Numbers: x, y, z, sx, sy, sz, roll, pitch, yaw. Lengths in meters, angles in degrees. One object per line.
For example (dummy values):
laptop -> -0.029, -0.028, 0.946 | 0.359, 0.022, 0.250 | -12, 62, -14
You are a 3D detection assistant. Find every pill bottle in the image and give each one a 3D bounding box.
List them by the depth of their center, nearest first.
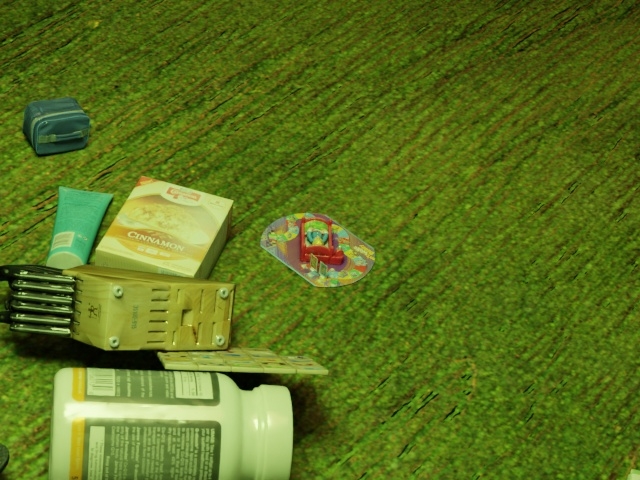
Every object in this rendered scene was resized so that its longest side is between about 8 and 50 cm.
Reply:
pill bottle -> -0.179, 0.234, 1.929 | 0.278, 0.162, 0.162 | 3, 39, -10

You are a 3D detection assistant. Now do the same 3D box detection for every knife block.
knife block -> -0.282, 0.080, 2.132 | 0.276, 0.088, 0.242 | 2, 7, -38

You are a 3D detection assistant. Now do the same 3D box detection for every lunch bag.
lunch bag -> -0.394, -0.170, 2.458 | 0.098, 0.067, 0.065 | -12, 44, -28

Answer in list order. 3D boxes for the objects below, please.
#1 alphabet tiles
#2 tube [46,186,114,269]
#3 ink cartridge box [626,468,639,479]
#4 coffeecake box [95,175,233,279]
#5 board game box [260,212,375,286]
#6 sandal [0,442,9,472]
alphabet tiles -> -0.107, 0.150, 2.059 | 0.198, 0.009, 0.237 | 3, 2, -10
tube -> -0.345, -0.019, 2.300 | 0.080, 0.052, 0.207 | 12, 33, -6
ink cartridge box -> 0.447, 0.391, 1.961 | 0.171, 0.056, 0.235 | 12, 41, 3
coffeecake box -> -0.218, 0.002, 2.283 | 0.142, 0.068, 0.185 | 15, 38, 7
board game box -> 0.000, 0.000, 2.363 | 0.169, 0.033, 0.133 | 36, 45, 28
sandal -> -0.434, 0.300, 1.893 | 0.067, 0.040, 0.179 | 26, 55, 27
